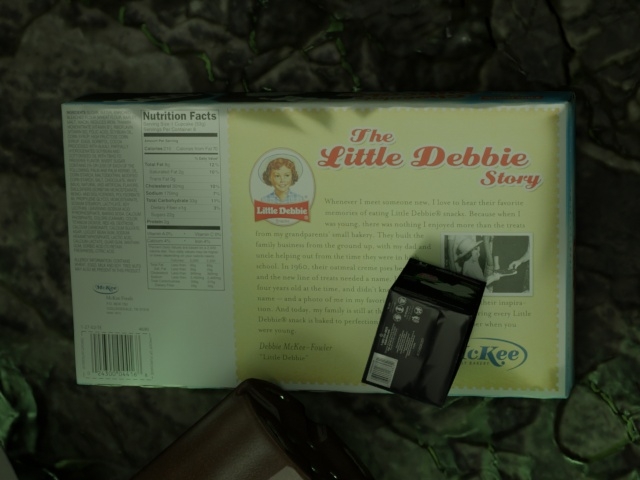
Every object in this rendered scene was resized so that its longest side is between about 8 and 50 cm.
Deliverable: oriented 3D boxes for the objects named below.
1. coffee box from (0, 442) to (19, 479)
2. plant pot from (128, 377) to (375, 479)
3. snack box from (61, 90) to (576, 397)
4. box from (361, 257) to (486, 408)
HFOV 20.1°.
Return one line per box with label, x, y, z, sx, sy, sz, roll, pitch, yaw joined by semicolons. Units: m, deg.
coffee box;-0.255;0.174;1.120;0.098;0.246;0.141;-6;128;-30
plant pot;-0.055;0.184;1.107;0.167;0.167;0.165;45;99;1
snack box;0.000;0.000;1.149;0.322;0.060;0.187;1;101;11
box;0.062;0.054;1.071;0.052;0.083;0.062;19;106;7
